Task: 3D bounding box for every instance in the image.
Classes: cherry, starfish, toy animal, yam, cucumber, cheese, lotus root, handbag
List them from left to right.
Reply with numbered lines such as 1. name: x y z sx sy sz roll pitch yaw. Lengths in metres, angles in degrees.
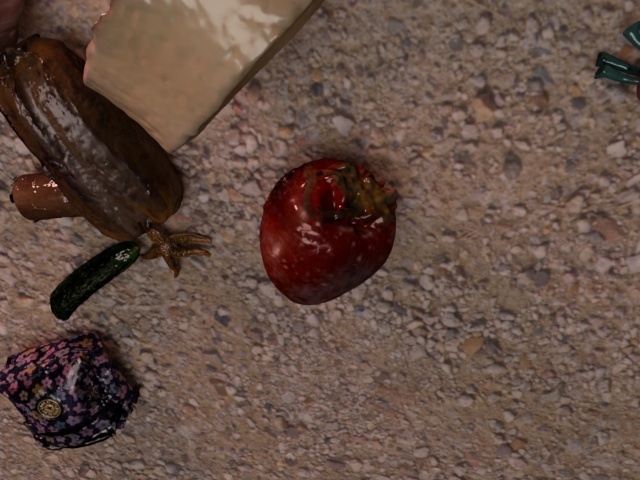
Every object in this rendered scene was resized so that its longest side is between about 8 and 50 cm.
1. yam: -0.397 -0.072 1.033 0.127 0.084 0.084 -7 119 11
2. handbag: -0.462 0.286 1.227 0.228 0.127 0.208 -18 115 9
3. cucumber: -0.378 0.060 1.122 0.214 0.052 0.058 -34 100 25
4. lotus root: -0.311 -0.133 0.932 0.167 0.078 0.329 -42 125 -10
5. starfish: -0.254 0.004 1.075 0.133 0.041 0.130 -31 110 23
6. cheese: -0.110 -0.261 0.761 0.153 0.292 0.332 43 129 -16
7. cherry: 0.000 0.000 0.953 0.175 0.192 0.250 43 132 24
8. toy animal: 0.444 -0.188 0.834 0.208 0.100 0.103 32 81 -7

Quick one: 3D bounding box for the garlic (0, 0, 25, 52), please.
1. garlic: -0.513 -0.320 0.834 0.207 0.256 0.207 16 113 41
